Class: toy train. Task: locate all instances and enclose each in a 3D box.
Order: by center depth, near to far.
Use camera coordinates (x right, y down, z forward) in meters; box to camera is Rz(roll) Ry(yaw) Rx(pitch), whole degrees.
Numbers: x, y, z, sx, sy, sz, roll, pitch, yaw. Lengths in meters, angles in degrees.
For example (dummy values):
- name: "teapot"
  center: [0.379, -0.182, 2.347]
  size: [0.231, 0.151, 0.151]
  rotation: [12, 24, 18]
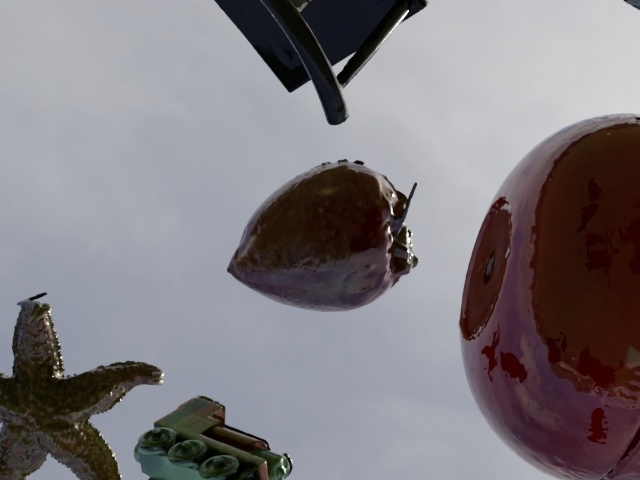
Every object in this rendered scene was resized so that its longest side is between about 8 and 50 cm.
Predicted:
- name: "toy train"
  center: [-0.107, 0.221, 1.202]
  size: [0.176, 0.074, 0.118]
  rotation: [11, -153, 40]

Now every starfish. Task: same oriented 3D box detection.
- name: "starfish"
  center: [-0.367, 0.211, 1.588]
  size: [0.312, 0.303, 0.113]
  rotation: [-2, -166, -2]

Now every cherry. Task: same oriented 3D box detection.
- name: "cherry"
  center: [0.000, 0.000, 1.505]
  size: [0.250, 0.192, 0.175]
  rotation: [-20, -125, -7]

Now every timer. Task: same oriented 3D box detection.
- name: "timer"
  center: [0.295, 0.059, 1.194]
  size: [0.279, 0.378, 0.378]
  rotation: [11, -132, -5]

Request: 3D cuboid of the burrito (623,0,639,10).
- name: "burrito"
  center: [0.327, -0.089, 0.700]
  size: [0.445, 0.101, 0.139]
  rotation: [33, -152, -19]

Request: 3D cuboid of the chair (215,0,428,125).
- name: "chair"
  center: [-0.013, -0.183, 0.765]
  size: [0.154, 0.141, 0.260]
  rotation: [49, -134, -15]
